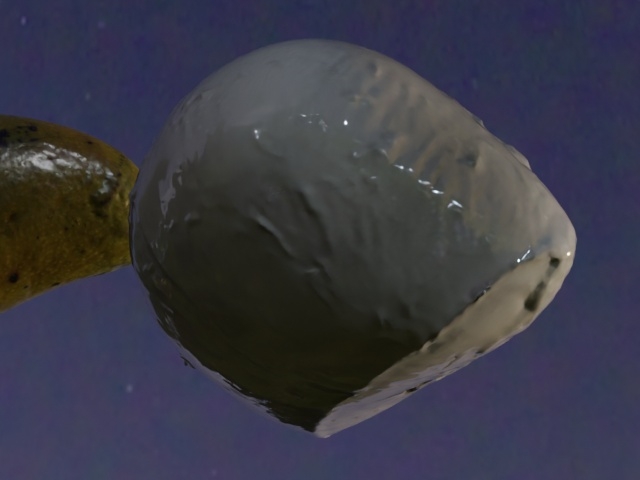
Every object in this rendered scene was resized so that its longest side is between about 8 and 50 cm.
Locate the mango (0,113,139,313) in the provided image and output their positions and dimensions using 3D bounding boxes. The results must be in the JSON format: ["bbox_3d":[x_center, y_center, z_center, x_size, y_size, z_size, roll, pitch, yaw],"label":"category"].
[{"bbox_3d":[-0.313,-0.023,1.490,0.330,0.175,0.176,-14,-52,-3],"label":"mango"}]

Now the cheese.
[{"bbox_3d":[0.000,0.000,0.797,0.189,0.154,0.198,47,-45,-5],"label":"cheese"}]
